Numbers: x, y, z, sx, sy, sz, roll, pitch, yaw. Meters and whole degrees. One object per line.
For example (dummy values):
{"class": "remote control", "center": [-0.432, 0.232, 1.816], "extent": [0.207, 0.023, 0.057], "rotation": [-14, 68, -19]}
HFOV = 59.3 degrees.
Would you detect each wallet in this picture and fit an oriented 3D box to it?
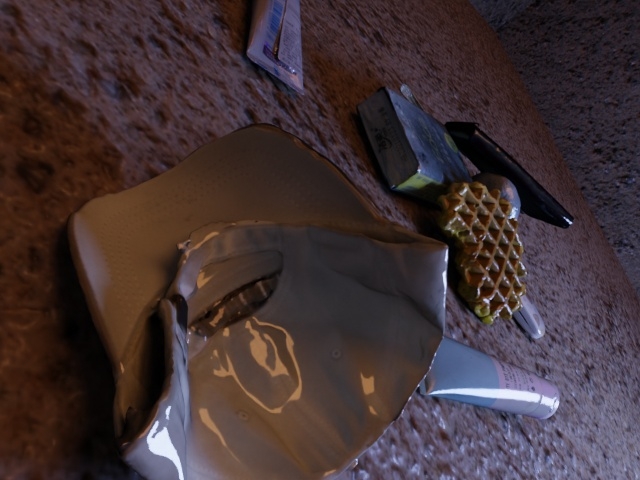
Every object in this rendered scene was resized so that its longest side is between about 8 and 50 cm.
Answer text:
{"class": "wallet", "center": [0.394, -0.142, 1.205], "extent": [0.318, 0.045, 0.172], "rotation": [38, 3, -19]}

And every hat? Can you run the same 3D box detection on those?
{"class": "hat", "center": [-0.068, 0.050, 0.467], "extent": [0.258, 0.168, 0.301], "rotation": [-29, 59, -24]}

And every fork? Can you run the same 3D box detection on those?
{"class": "fork", "center": [0.257, -0.274, 1.310], "extent": [0.219, 0.034, 0.028], "rotation": [52, 23, -9]}

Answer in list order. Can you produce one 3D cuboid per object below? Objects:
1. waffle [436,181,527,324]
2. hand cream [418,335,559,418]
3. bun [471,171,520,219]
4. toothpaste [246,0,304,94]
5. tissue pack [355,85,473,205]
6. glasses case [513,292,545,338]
{"class": "waffle", "center": [0.294, 0.022, 1.010], "extent": [0.249, 0.056, 0.253], "rotation": [16, 70, -39]}
{"class": "hand cream", "center": [0.237, 0.208, 0.831], "extent": [0.312, 0.070, 0.111], "rotation": [24, 45, -31]}
{"class": "bun", "center": [0.336, -0.070, 1.149], "extent": [0.083, 0.141, 0.140], "rotation": [-11, 70, -34]}
{"class": "toothpaste", "center": [-0.072, -0.367, 0.911], "extent": [0.114, 0.073, 0.299], "rotation": [28, 49, -40]}
{"class": "tissue pack", "center": [0.186, -0.163, 1.060], "extent": [0.257, 0.081, 0.185], "rotation": [10, 53, -52]}
{"class": "glasses case", "center": [0.400, 0.124, 1.137], "extent": [0.164, 0.041, 0.063], "rotation": [56, 30, -2]}
